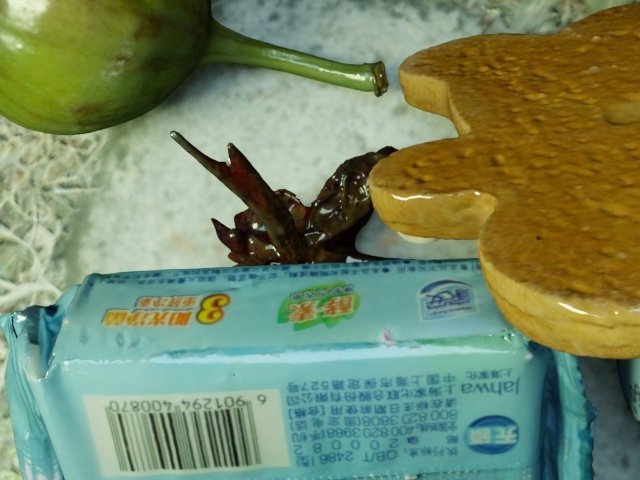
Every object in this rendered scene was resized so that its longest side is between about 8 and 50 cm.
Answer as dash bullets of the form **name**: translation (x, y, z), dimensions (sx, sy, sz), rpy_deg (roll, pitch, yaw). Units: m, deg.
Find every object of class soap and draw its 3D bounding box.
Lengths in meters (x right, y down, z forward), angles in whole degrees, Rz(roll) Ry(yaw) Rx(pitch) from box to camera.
- **soap**: translation (-0.012, 0.090, 0.558), dimensions (0.293, 0.156, 0.077), rpy_deg (-3, 32, 2)

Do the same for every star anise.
- **star anise**: translation (-0.010, 0.003, 0.585), dimensions (0.140, 0.144, 0.158), rpy_deg (9, 76, -2)

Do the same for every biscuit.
- **biscuit**: translation (0.125, -0.038, 0.530), dimensions (0.205, 0.324, 0.049), rpy_deg (-10, 116, 5)

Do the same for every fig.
- **fig**: translation (-0.081, -0.120, 0.640), dimensions (0.245, 0.149, 0.149), rpy_deg (10, 75, -22)

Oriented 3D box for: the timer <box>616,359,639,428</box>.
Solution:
- **timer**: translation (0.262, 0.083, 0.530), dimensions (0.255, 0.175, 0.175), rpy_deg (39, 82, 15)
